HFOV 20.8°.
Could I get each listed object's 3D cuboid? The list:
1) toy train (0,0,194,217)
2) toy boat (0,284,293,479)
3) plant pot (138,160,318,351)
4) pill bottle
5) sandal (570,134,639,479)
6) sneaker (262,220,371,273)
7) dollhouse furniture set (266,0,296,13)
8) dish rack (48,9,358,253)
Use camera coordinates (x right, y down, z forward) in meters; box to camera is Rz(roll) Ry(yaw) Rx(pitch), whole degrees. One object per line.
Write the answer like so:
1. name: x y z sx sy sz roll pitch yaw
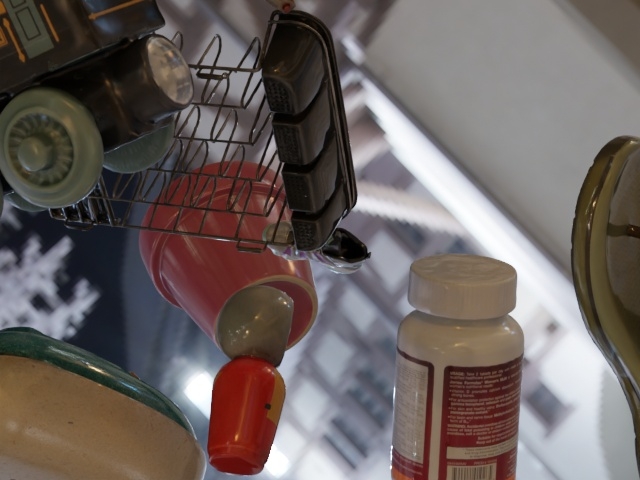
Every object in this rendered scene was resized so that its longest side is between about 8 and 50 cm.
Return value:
1. toy train: -0.242 -0.096 1.159 0.334 0.190 0.142 -20 6 29
2. toy boat: -0.151 0.131 1.396 0.318 0.148 0.267 -15 -37 34
3. plant pot: -0.093 0.035 2.043 0.201 0.180 0.201 -14 -48 -16
4. pill bottle: 0.130 0.131 1.643 0.121 0.121 0.221 -24 -60 -57
5. sandal: 0.243 0.072 1.135 0.086 0.302 0.120 -11 12 38
6. sneaker: 0.000 0.000 1.592 0.069 0.098 0.038 146 136 -71
7. dollhouse furniture set: 0.028 -0.227 1.292 0.129 0.129 0.184 -36 -46 21
8. dish rack: -0.118 -0.085 1.369 0.208 0.271 0.074 80 -158 -43
